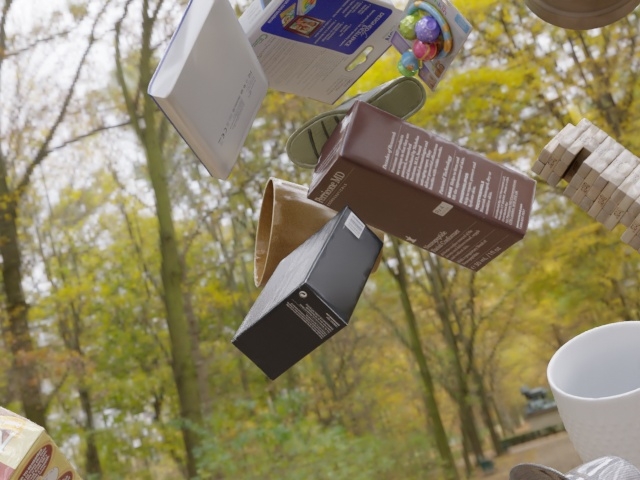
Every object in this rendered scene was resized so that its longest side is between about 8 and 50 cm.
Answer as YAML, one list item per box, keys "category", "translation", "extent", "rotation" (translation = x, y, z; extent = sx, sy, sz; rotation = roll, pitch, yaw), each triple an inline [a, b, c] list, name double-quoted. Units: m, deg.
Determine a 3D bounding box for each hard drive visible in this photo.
- category: "hard drive"
  translation: [-0.176, -0.257, 1.567]
  extent: [0.040, 0.210, 0.318]
  rotation: [18, -15, 17]

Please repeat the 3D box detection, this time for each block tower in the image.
- category: "block tower"
  translation: [0.512, -0.061, 1.528]
  extent: [0.097, 0.335, 0.091]
  rotation: [-41, -18, -32]

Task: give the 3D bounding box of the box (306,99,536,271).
- category: "box"
  translation: [0.189, -0.096, 1.763]
  extent: [0.381, 0.143, 0.191]
  rotation: [24, -29, -9]

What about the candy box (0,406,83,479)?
- category: "candy box"
  translation: [-0.387, 0.295, 1.156]
  extent: [0.183, 0.087, 0.316]
  rotation: [20, -32, 17]

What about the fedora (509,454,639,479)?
- category: "fedora"
  translation: [0.376, 0.376, 1.199]
  extent: [0.124, 0.275, 0.244]
  rotation: [-28, 1, -24]

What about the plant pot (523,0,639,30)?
- category: "plant pot"
  translation: [0.587, -0.673, 2.086]
  extent: [0.323, 0.323, 0.280]
  rotation: [-19, -17, 10]

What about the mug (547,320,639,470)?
- category: "mug"
  translation: [0.645, 0.370, 2.018]
  extent: [0.276, 0.328, 0.374]
  rotation: [-28, 20, -10]

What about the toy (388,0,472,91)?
- category: "toy"
  translation: [0.182, -0.364, 1.705]
  extent: [0.056, 0.137, 0.237]
  rotation: [-37, -9, -17]

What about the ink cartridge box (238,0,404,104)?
- category: "ink cartridge box"
  translation: [-0.014, -0.408, 1.869]
  extent: [0.307, 0.072, 0.303]
  rotation: [5, -34, -40]

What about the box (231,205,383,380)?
- category: "box"
  translation: [-0.016, 0.082, 1.541]
  extent: [0.184, 0.103, 0.261]
  rotation: [-37, 12, 31]

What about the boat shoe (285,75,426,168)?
- category: "boat shoe"
  translation: [0.071, -0.231, 1.894]
  extent: [0.302, 0.113, 0.103]
  rotation: [-26, 7, -1]

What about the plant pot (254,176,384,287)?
- category: "plant pot"
  translation: [0.000, 0.000, 2.019]
  extent: [0.254, 0.237, 0.237]
  rotation: [8, -19, -10]
